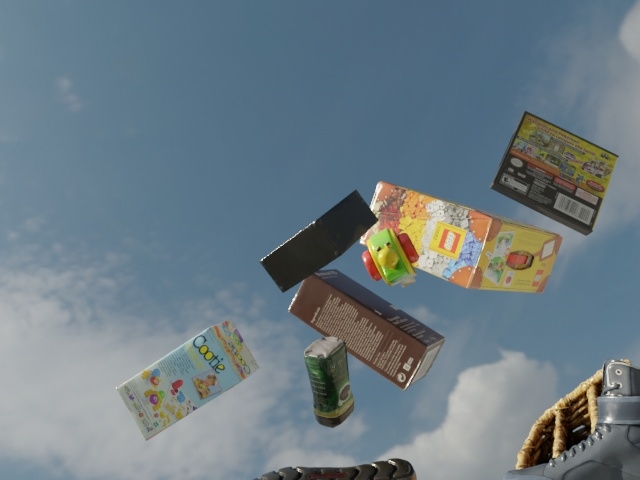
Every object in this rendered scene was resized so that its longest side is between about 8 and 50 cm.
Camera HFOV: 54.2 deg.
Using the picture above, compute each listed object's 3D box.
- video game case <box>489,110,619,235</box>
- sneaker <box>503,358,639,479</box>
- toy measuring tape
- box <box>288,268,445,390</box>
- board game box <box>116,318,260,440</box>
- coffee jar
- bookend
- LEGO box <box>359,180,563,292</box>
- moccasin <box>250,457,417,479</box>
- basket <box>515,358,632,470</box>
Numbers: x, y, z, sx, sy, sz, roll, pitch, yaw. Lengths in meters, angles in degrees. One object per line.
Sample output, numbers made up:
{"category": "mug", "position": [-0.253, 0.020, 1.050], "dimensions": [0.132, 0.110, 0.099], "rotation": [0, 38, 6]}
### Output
{"category": "video game case", "position": [0.605, -0.177, 1.613], "dimensions": [0.248, 0.274, 0.035], "rotation": [-61, -4, -21]}
{"category": "sneaker", "position": [0.324, 0.230, 0.753], "dimensions": [0.226, 0.164, 0.086], "rotation": [-11, -16, 18]}
{"category": "toy measuring tape", "position": [0.162, 0.040, 1.392], "dimensions": [0.121, 0.121, 0.330], "rotation": [-39, -14, 6]}
{"category": "box", "position": [0.126, 0.227, 1.685], "dimensions": [0.143, 0.381, 0.191], "rotation": [-65, -22, 11]}
{"category": "board game box", "position": [-0.306, 0.322, 1.466], "dimensions": [0.275, 0.144, 0.142], "rotation": [-33, -6, 12]}
{"category": "coffee jar", "position": [0.021, 0.312, 1.371], "dimensions": [0.096, 0.079, 0.185], "rotation": [-31, -62, -49]}
{"category": "bookend", "position": [0.000, 0.000, 1.113], "dimensions": [0.156, 0.072, 0.157], "rotation": [-35, 3, 38]}
{"category": "LEGO box", "position": [0.422, -0.002, 1.834], "dimensions": [0.500, 0.372, 0.193], "rotation": [8, -78, -49]}
{"category": "moccasin", "position": [0.009, 0.533, 1.257], "dimensions": [0.379, 0.139, 0.147], "rotation": [-6, -83, -7]}
{"category": "basket", "position": [0.422, 0.339, 1.018], "dimensions": [0.213, 0.299, 0.223], "rotation": [-11, -87, 24]}
